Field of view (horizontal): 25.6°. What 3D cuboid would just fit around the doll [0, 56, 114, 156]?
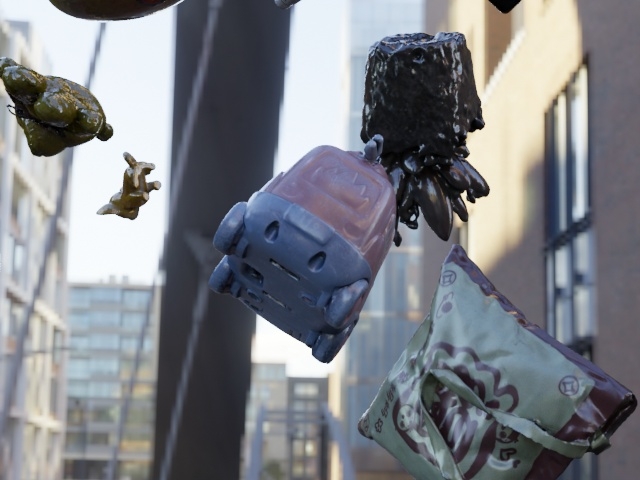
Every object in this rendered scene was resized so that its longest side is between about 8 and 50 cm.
[{"bbox_3d":[-0.308,-0.142,1.570,0.137,0.097,0.209,28,-1,5],"label":"doll"}]

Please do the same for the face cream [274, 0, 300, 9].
[{"bbox_3d":[-0.025,-0.368,2.071,0.038,0.020,0.115,14,-21,-33],"label":"face cream"}]

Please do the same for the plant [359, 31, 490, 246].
[{"bbox_3d":[0.156,-0.155,2.170,0.181,0.320,0.194,1,17,30],"label":"plant"}]

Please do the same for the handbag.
[{"bbox_3d":[0.148,0.153,1.287,0.127,0.213,0.235,15,22,-50],"label":"handbag"}]

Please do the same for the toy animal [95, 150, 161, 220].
[{"bbox_3d":[-0.239,-0.063,1.724,0.083,0.060,0.081,-20,-65,41],"label":"toy animal"}]

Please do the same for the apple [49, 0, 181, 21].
[{"bbox_3d":[-0.337,-0.501,2.207,0.305,0.338,0.338,-25,-14,6],"label":"apple"}]

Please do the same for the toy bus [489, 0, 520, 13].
[{"bbox_3d":[0.184,-0.537,2.292,0.409,0.093,0.092,42,19,-12],"label":"toy bus"}]

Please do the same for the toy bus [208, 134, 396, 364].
[{"bbox_3d":[0.000,0.000,1.831,0.197,0.232,0.294,33,-23,10],"label":"toy bus"}]
